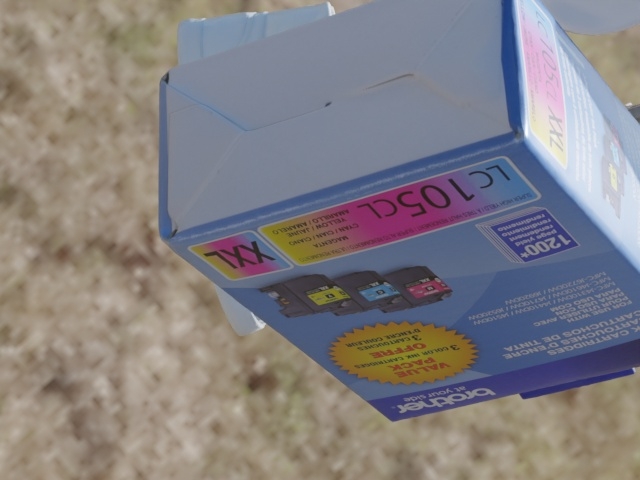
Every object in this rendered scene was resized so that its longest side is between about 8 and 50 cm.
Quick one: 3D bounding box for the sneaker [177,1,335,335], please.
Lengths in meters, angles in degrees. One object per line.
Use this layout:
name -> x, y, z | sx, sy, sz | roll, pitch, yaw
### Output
sneaker -> -0.024, -0.071, 1.700 | 0.108, 0.169, 0.293 | 59, 22, -72

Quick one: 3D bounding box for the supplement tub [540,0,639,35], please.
supplement tub -> 0.217, -0.284, 1.620 | 0.144, 0.144, 0.200 | 29, 38, -37

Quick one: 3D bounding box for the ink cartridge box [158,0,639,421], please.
ink cartridge box -> 0.103, -0.005, 1.403 | 0.395, 0.270, 0.151 | 39, 43, -50

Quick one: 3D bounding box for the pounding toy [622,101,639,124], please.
pounding toy -> 0.345, -0.151, 2.371 | 0.269, 0.154, 0.155 | -28, 103, -75
